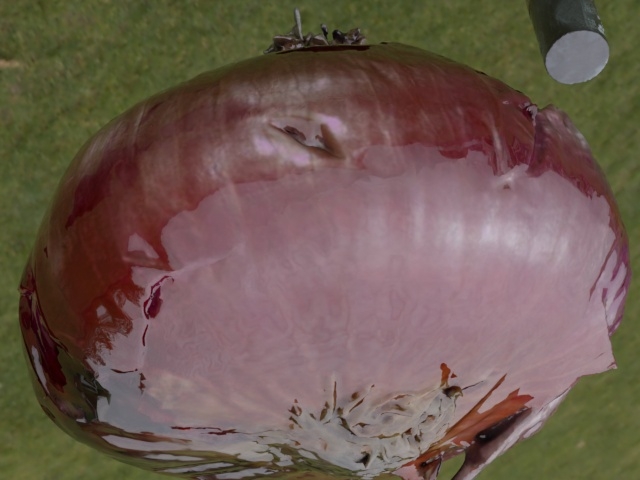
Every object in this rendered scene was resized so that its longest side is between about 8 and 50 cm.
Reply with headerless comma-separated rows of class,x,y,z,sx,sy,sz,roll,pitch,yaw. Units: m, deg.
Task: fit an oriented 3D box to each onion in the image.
onion,0.000,0.000,0.660,0.347,0.285,0.348,-4,151,-2

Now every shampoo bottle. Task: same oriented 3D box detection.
shampoo bottle,0.217,-0.228,1.034,0.063,0.208,0.057,-1,136,-2
